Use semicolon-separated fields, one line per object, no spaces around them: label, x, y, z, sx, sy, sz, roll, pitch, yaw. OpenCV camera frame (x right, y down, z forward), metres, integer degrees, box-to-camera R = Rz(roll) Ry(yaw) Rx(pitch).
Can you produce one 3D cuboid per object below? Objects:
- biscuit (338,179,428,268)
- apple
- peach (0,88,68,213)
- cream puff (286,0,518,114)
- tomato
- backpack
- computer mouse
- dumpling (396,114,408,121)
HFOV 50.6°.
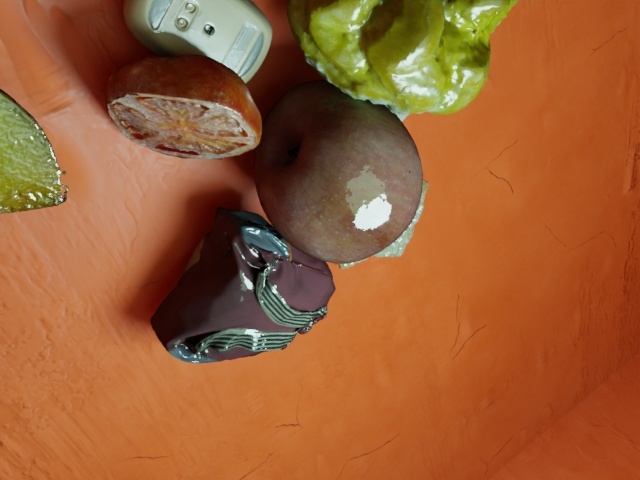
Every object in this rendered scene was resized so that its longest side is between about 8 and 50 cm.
biscuit;0.136;-0.033;1.455;0.265;0.040;0.188;-41;134;-8
apple;0.022;-0.117;1.131;0.235;0.306;0.305;21;103;-46
peach;-0.468;-0.128;0.902;0.189;0.068;0.279;-47;130;11
cream puff;0.134;-0.393;1.014;0.379;0.378;0.275;-21;164;-26
tomato;-0.199;-0.203;0.995;0.237;0.237;0.095;18;69;-43
backpack;-0.114;0.110;1.245;0.317;0.197;0.283;24;108;-45
computer mouse;-0.179;-0.320;1.002;0.237;0.082;0.145;19;104;-45
dumpling;0.122;-0.299;1.231;0.151;0.124;0.228;26;112;-6
